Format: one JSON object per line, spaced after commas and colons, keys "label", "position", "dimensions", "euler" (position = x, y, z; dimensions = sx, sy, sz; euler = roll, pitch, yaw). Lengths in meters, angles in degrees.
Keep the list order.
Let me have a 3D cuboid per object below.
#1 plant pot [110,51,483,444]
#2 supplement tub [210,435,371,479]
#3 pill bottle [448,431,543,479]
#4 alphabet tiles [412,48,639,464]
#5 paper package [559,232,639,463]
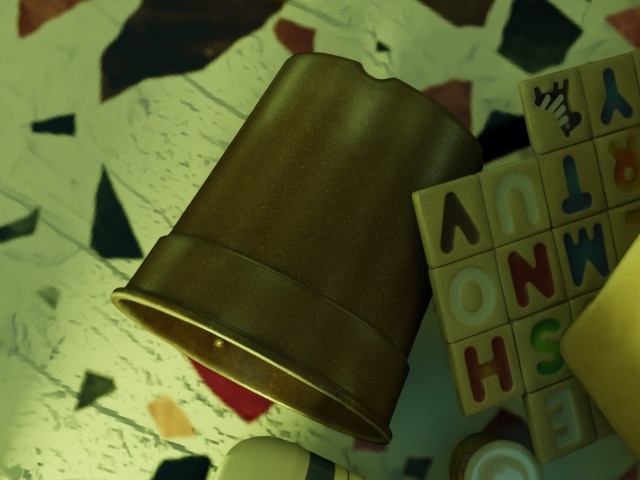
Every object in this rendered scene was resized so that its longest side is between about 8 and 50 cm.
{"label": "plant pot", "position": [0.000, 0.000, 0.743], "dimensions": [0.167, 0.167, 0.165], "euler": [29, 77, -2]}
{"label": "supplement tub", "position": [0.057, 0.264, 0.685], "dimensions": [0.324, 0.235, 0.235], "euler": [26, 85, -2]}
{"label": "pill bottle", "position": [0.096, 0.130, 0.771], "dimensions": [0.043, 0.083, 0.043], "euler": [0, 86, -3]}
{"label": "alphabet tiles", "position": [0.159, 0.002, 0.746], "dimensions": [0.237, 0.009, 0.198], "euler": [-17, 98, -29]}
{"label": "paper package", "position": [0.290, 0.078, 0.584], "dimensions": [0.168, 0.309, 0.325], "euler": [-30, 72, -21]}
